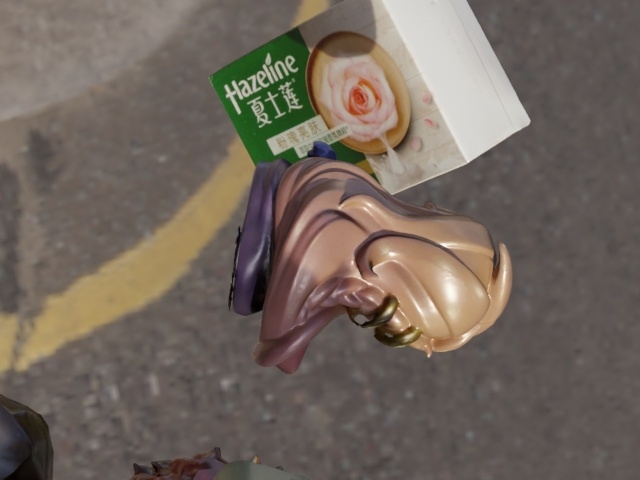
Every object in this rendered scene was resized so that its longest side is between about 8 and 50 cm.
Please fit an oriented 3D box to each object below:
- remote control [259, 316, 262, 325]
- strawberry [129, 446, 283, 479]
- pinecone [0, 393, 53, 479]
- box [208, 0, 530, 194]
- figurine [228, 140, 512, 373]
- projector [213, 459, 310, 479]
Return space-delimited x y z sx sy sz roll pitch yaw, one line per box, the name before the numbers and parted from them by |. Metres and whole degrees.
remote control | 0.000 0.000 1.668 0.029 0.087 0.190 28 76 -5
strawberry | -0.108 0.310 1.578 0.205 0.205 0.244 45 38 -39
pinecone | -0.253 0.118 0.621 0.384 0.384 0.384 27 56 -50
box | 0.030 -0.099 1.305 0.081 0.199 0.135 -34 97 -44
figurine | 0.020 0.015 0.992 0.114 0.157 0.126 37 65 -64
projector | -0.046 0.224 1.389 0.083 0.083 0.082 16 22 -10
